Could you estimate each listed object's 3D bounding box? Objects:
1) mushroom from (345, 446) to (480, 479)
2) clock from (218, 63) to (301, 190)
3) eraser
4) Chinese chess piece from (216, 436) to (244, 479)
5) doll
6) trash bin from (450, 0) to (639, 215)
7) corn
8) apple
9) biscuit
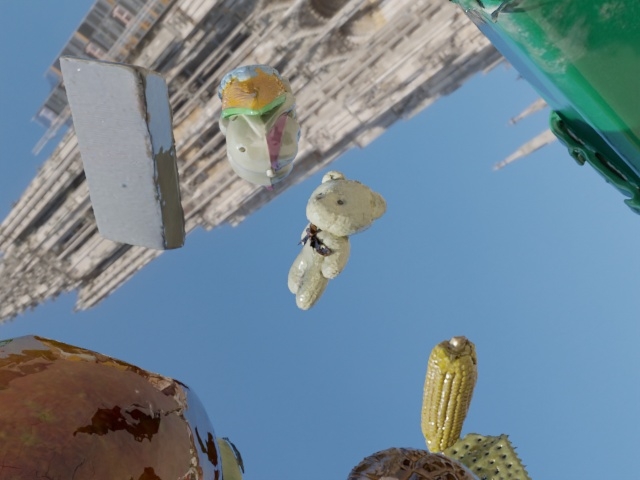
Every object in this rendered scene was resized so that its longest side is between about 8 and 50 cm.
[{"bbox_3d":[0.076,0.213,0.615,0.126,0.085,0.109,3,-156,-5],"label":"mushroom"},{"bbox_3d":[-0.078,-0.144,1.044,0.103,0.231,0.144,-14,-94,-3],"label":"clock"},{"bbox_3d":[-0.263,-0.110,1.115,0.111,0.352,0.077,12,-137,11],"label":"eraser"},{"bbox_3d":[-0.139,0.320,0.922,0.083,0.188,0.188,-3,-113,-22],"label":"Chinese chess piece"},{"bbox_3d":[0.001,0.002,1.597,0.175,0.278,0.149,33,-164,33],"label":"doll"},{"bbox_3d":[0.287,-0.191,0.717,0.381,0.259,0.295,27,-159,-36],"label":"trash bin"},{"bbox_3d":[0.242,0.293,1.530,0.097,0.261,0.097,6,-154,-3],"label":"corn"},{"bbox_3d":[-0.274,0.239,0.703,0.374,0.374,0.384,-61,-27,-44],"label":"apple"},{"bbox_3d":[0.334,0.458,1.580,0.016,0.144,0.203,60,-175,-45],"label":"biscuit"}]
